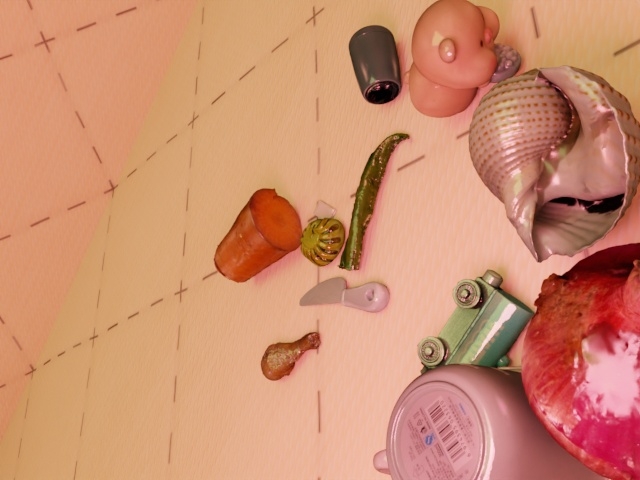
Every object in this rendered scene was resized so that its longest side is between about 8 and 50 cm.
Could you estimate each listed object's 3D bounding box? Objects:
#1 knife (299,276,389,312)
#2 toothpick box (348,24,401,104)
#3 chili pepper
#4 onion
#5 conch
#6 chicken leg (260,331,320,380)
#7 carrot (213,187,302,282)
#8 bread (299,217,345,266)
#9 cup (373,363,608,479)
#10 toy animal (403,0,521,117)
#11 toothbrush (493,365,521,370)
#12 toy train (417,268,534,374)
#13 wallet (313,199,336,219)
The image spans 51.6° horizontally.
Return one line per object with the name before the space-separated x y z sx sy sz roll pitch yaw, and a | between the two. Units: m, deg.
knife | 0.046 0.128 1.605 0.331 0.044 0.080 -3 72 55
toothpick box | 0.140 -0.438 1.668 0.120 0.120 0.184 -32 54 39
chili pepper | 0.118 -0.097 1.590 0.085 0.076 0.359 -160 90 -78
onion | 0.426 0.131 0.836 0.348 0.385 0.347 -11 56 17
conch | 0.412 -0.144 1.124 0.303 0.215 0.319 -14 96 54
chicken leg | -0.078 0.283 1.664 0.198 0.069 0.085 -36 50 28
carrot | -0.193 -0.001 1.836 0.254 0.196 0.196 -37 48 37
bread | 0.000 0.000 1.689 0.139 0.071 0.130 27 100 53
cup | 0.232 0.344 1.072 0.357 0.274 0.259 -27 54 41
toy animal | 0.270 -0.382 1.389 0.221 0.229 0.210 -24 51 46
toothbrush | 0.327 0.230 1.161 0.204 0.017 0.022 -8 80 27
toy train | 0.288 0.183 1.237 0.159 0.101 0.248 41 108 35
wallet | 0.010 -0.077 1.757 0.083 0.011 0.044 36 103 52
